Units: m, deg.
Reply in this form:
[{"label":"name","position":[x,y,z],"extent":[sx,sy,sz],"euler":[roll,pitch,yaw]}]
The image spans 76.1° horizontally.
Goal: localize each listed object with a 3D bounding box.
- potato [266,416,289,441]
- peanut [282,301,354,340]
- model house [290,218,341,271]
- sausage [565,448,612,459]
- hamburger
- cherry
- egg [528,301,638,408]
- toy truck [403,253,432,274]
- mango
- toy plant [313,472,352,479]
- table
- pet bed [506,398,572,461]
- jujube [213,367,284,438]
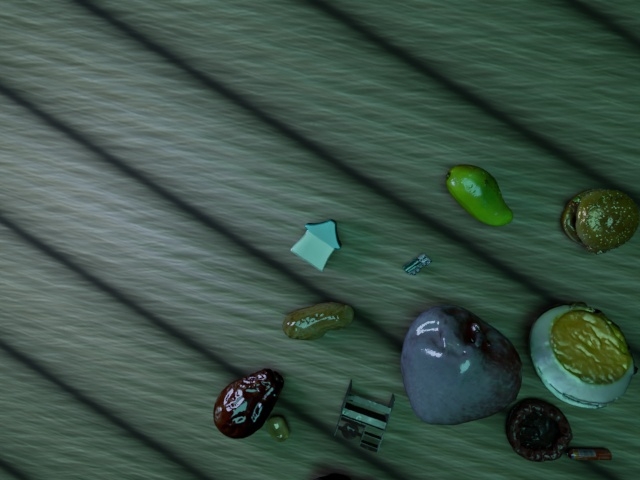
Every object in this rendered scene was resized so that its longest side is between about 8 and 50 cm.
[{"label":"potato","position":[-0.137,0.609,1.322],"extent":[0.068,0.062,0.083],"euler":[-44,65,34]},{"label":"peanut","position":[-0.006,0.251,1.271],"extent":[0.226,0.095,0.108],"euler":[-16,109,1]},{"label":"model house","position":[0.000,0.000,1.246],"extent":[0.127,0.100,0.148],"euler":[35,98,0]},{"label":"sausage","position":[0.828,0.665,1.272],"extent":[0.130,0.034,0.034],"euler":[-2,94,4]},{"label":"hamburger","position":[0.807,-0.053,1.179],"extent":[0.182,0.118,0.190],"euler":[7,99,7]},{"label":"cherry","position":[0.370,0.347,1.154],"extent":[0.335,0.291,0.326],"euler":[-36,91,32]},{"label":"egg","position":[0.730,0.333,1.194],"extent":[0.265,0.174,0.286],"euler":[-12,69,4]},{"label":"toy truck","position":[0.299,0.075,1.262],"extent":[0.083,0.039,0.044],"euler":[-38,77,7]},{"label":"mango","position":[0.469,-0.134,1.198],"extent":[0.233,0.111,0.125],"euler":[39,100,-1]},{"label":"toy plant","position":[0.069,0.833,1.282],"extent":[0.235,0.175,0.218],"euler":[35,104,-27]},{"label":"table","position":[0.138,0.555,1.297],"extent":[0.146,0.062,0.175],"euler":[19,94,3]},{"label":"pet bed","position":[0.676,0.592,1.268],"extent":[0.202,0.053,0.201],"euler":[1,100,4]},{"label":"jujube","position":[-0.220,0.501,1.275],"extent":[0.236,0.168,0.168],"euler":[-43,90,0]}]
